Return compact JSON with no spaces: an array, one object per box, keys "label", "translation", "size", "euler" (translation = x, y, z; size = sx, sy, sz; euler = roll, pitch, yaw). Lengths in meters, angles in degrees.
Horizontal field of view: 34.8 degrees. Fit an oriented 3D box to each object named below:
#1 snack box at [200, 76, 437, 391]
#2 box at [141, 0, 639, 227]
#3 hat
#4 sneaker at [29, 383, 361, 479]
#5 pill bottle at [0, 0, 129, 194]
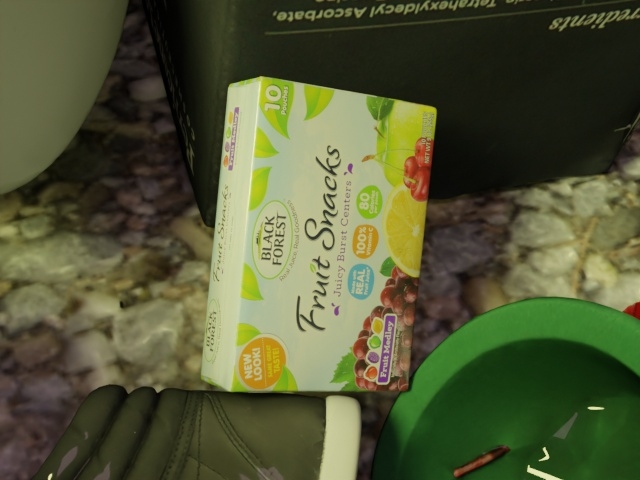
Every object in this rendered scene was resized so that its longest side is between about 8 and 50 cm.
[{"label":"snack box","translation":[0.000,0.000,0.489],"size":[0.100,0.037,0.141],"euler":[4,91,-30]},{"label":"box","translation":[0.036,-0.343,0.544],"size":[0.297,0.472,0.480],"euler":[-10,60,-15]},{"label":"hat","translation":[0.152,0.121,0.533],"size":[0.208,0.183,0.173],"euler":[-52,57,12]},{"label":"sneaker","translation":[-0.073,0.185,0.413],"size":[0.146,0.105,0.296],"euler":[11,51,-1]},{"label":"pill bottle","translation":[-0.304,-0.163,0.486],"size":[0.392,0.224,0.224],"euler":[18,56,13]}]
